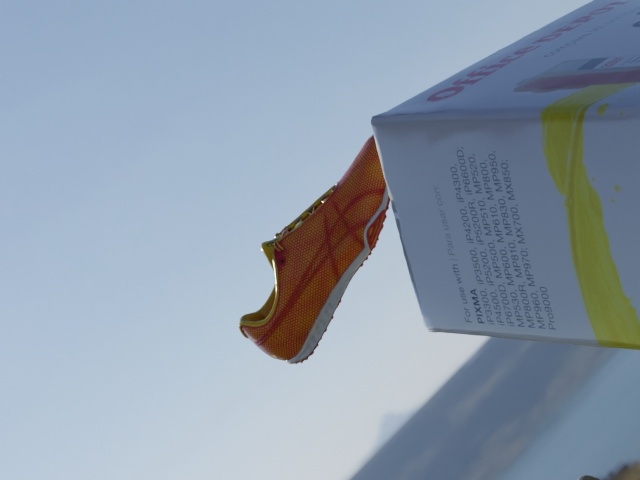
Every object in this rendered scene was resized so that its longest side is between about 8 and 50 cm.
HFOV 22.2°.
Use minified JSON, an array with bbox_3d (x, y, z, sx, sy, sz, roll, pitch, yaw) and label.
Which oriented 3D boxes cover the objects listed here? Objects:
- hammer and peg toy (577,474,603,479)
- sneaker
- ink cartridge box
[{"bbox_3d":[0.366,0.361,1.501,0.266,0.361,0.127,3,56,46],"label":"hammer and peg toy"},{"bbox_3d":[0.000,0.000,1.107,0.175,0.067,0.064,-61,5,4],"label":"sneaker"},{"bbox_3d":[0.265,-0.054,0.993,0.385,0.160,0.279,1,23,46],"label":"ink cartridge box"}]
